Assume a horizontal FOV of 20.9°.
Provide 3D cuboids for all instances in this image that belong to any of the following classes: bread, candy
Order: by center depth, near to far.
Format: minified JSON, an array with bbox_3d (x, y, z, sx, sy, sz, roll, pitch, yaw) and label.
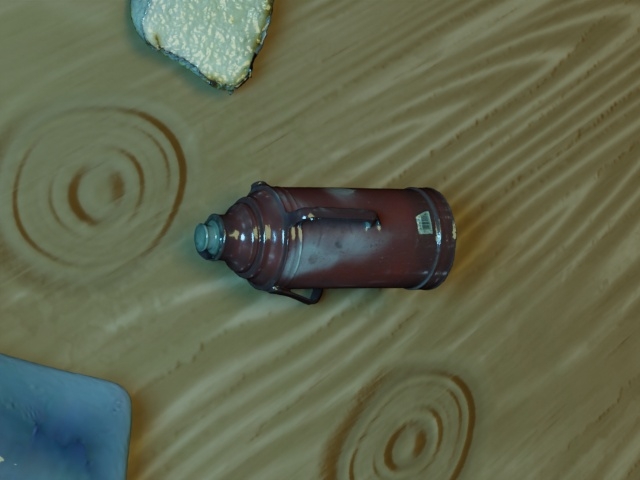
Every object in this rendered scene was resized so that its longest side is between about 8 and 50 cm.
[{"bbox_3d":[-0.223,0.157,1.288,0.174,0.071,0.138,18,64,-33],"label":"candy"},{"bbox_3d":[-0.107,-0.201,1.521,0.129,0.044,0.126,28,67,-34],"label":"bread"}]

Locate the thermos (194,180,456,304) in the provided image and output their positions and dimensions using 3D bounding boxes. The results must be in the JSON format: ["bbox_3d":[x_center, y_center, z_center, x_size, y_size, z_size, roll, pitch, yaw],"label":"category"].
[{"bbox_3d":[0.000,-0.004,1.497,0.232,0.124,0.099,1,72,-32],"label":"thermos"}]
